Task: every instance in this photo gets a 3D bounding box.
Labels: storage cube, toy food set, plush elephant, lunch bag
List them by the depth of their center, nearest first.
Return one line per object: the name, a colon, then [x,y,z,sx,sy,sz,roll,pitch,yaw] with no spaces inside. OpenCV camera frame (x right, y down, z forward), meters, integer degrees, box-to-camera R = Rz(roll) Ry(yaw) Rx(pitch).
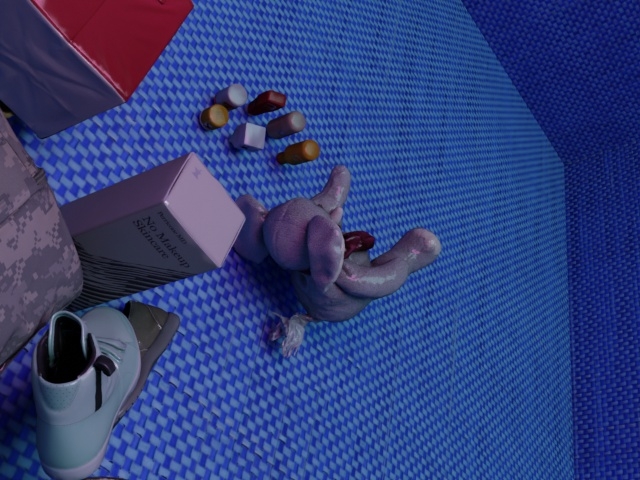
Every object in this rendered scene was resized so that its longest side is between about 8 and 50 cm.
lunch bag: [-0.390,0.048,0.762,0.256,0.213,0.305,62,36,-26]
storage cube: [-0.308,-0.267,0.961,0.183,0.215,0.193,49,46,-32]
plush elephant: [0.000,0.000,1.312,0.330,0.272,0.255,-48,144,-28]
toy food set: [-0.121,-0.207,1.424,0.232,0.105,0.111,11,78,-34]

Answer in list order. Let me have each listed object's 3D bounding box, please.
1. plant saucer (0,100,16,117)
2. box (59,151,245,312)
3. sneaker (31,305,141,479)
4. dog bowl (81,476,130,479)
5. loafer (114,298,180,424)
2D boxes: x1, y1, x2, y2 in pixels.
plant saucer: [-0.416,-0.266,1.031,0.188,0.045,0.188,60,35,-17]
box: [-0.235,-0.002,0.954,0.113,0.275,0.094,52,38,-28]
sneaker: [-0.252,0.118,0.874,0.255,0.094,0.151,-98,-167,-58]
dog bowl: [-0.226,0.455,0.781,0.408,0.150,0.408,46,25,-28]
loafer: [-0.268,0.166,1.017,0.087,0.094,0.251,36,32,-9]
